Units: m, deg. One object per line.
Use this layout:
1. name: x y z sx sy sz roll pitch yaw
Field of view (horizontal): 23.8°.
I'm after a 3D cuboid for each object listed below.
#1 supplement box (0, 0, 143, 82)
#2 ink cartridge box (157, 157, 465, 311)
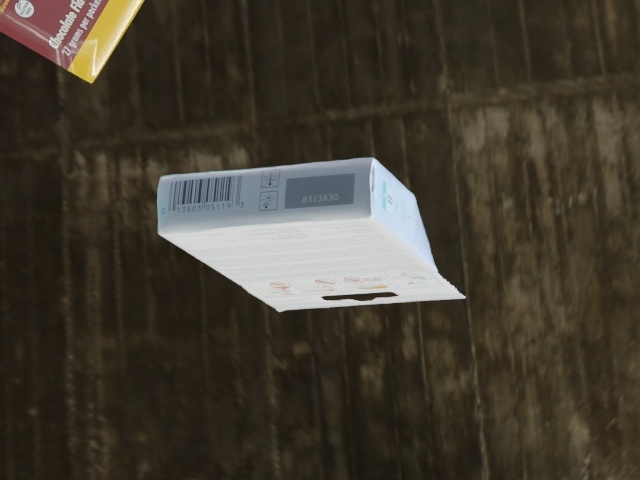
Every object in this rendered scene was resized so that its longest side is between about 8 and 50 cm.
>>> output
1. supplement box: -0.178 -0.234 0.944 0.191 0.194 0.129 29 -59 -14
2. ink cartridge box: 0.000 0.000 1.214 0.181 0.224 0.056 -4 -107 23
